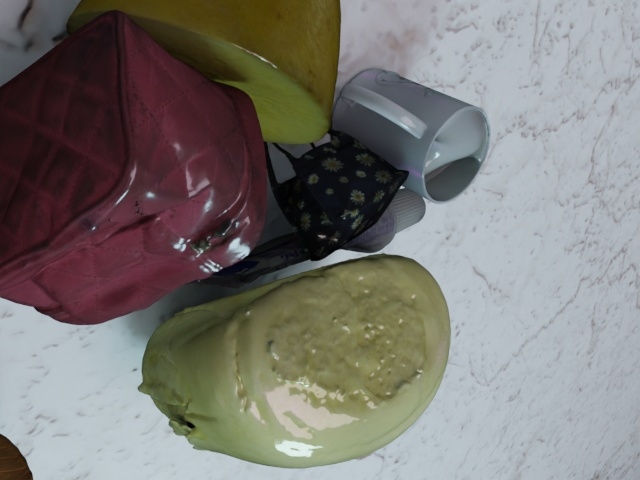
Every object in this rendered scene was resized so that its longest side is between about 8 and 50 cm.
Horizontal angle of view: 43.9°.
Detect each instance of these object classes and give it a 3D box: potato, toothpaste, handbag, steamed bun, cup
[{"bbox_3d":[-0.058,-0.175,0.576,0.203,0.178,0.158,27,77,-31],"label":"potato"},{"bbox_3d":[0.001,-0.001,0.789,0.282,0.068,0.099,-22,163,-39],"label":"toothpaste"},{"bbox_3d":[-0.148,-0.034,0.521,0.225,0.146,0.135,-24,153,28],"label":"handbag"},{"bbox_3d":[-0.003,-0.066,0.720,0.115,0.139,0.072,-34,169,-43],"label":"handbag"},{"bbox_3d":[-0.016,0.117,0.731,0.273,0.232,0.166,-14,83,-39],"label":"steamed bun"},{"bbox_3d":[0.083,-0.117,0.771,0.099,0.133,0.136,-41,139,-18],"label":"cup"}]

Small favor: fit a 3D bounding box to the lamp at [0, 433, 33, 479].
[{"bbox_3d":[-0.284,0.200,0.597,0.136,0.136,0.136,-26,132,-33],"label":"lamp"}]
